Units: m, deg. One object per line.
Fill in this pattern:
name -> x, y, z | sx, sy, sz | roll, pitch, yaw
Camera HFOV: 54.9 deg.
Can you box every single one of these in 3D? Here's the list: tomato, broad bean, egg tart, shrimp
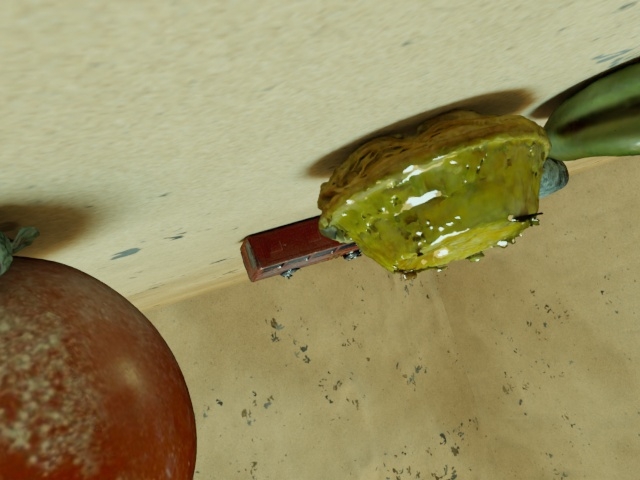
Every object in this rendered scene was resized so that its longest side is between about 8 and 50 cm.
tomato -> -0.218, 0.121, 0.371 | 0.270, 0.227, 0.270 | -21, -174, 2
broad bean -> 0.274, -0.108, 0.565 | 0.153, 0.072, 0.207 | -6, -179, 12
egg tart -> 0.100, -0.027, 0.513 | 0.213, 0.090, 0.212 | -14, 164, -4
shrimp -> 0.259, -0.089, 0.824 | 0.233, 0.079, 0.090 | -12, 138, -39

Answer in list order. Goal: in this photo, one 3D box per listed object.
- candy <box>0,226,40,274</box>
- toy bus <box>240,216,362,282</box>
candy -> -0.186, 0.008, 0.265 | 0.045, 0.043, 0.175 | -9, 180, 18
toy bus -> 0.000, 0.000, 0.917 | 0.235, 0.073, 0.096 | -16, 169, -18
